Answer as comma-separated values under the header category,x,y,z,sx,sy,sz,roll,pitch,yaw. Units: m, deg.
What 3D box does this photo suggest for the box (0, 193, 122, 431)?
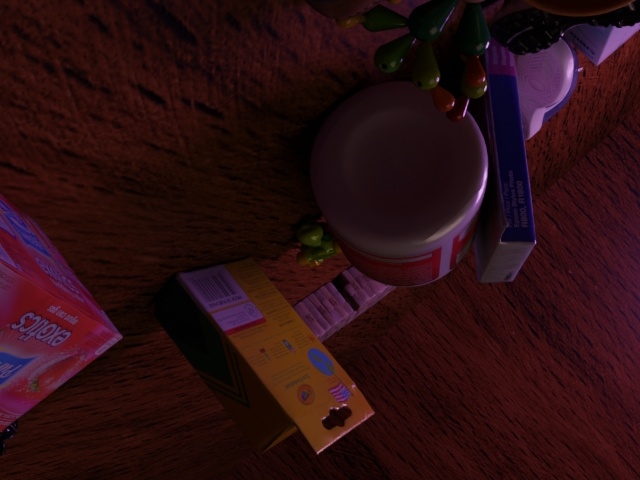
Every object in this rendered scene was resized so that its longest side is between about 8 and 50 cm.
category,x,y,z,sx,sy,sz,roll,pitch,yaw
box,-0.287,0.037,0.640,0.142,0.154,0.300,-38,167,-8

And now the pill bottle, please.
category,x,y,z,sx,sy,sz,roll,pitch,yaw
pill bottle,0.122,-0.056,1.238,0.229,0.229,0.407,-40,166,-3

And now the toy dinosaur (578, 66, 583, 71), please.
category,x,y,z,sx,sy,sz,roll,pitch,yaw
toy dinosaur,0.444,-0.273,1.758,0.268,0.064,0.118,-47,171,17

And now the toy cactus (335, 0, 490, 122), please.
category,x,y,z,sx,sy,sz,roll,pitch,yaw
toy cactus,0.126,-0.238,0.852,0.180,0.219,0.112,-43,-155,12

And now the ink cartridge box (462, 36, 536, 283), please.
category,x,y,z,sx,sy,sz,roll,pitch,yaw
ink cartridge box,0.271,-0.126,1.278,0.071,0.324,0.330,-3,165,2

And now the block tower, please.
category,x,y,z,sx,sy,sz,roll,pitch,yaw
block tower,0.052,0.134,1.900,0.335,0.091,0.097,-33,165,-25

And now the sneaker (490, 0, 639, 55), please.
category,x,y,z,sx,sy,sz,roll,pitch,yaw
sneaker,0.345,-0.332,1.088,0.271,0.100,0.108,-5,-123,47

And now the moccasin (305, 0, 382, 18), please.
category,x,y,z,sx,sy,sz,roll,pitch,yaw
moccasin,0.124,-0.327,0.667,0.380,0.139,0.147,-51,156,4

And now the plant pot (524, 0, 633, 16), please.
category,x,y,z,sx,sy,sz,roll,pitch,yaw
plant pot,0.289,-0.360,0.873,0.205,0.205,0.188,-53,176,40

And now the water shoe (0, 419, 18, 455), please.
category,x,y,z,sx,sy,sz,roll,pitch,yaw
water shoe,-0.384,0.196,1.001,0.073,0.080,0.203,-27,160,-44

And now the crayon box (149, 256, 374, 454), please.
category,x,y,z,sx,sy,sz,roll,pitch,yaw
crayon box,-0.081,0.177,1.233,0.081,0.318,0.202,-47,164,24

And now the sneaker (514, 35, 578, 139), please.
category,x,y,z,sx,sy,sz,roll,pitch,yaw
sneaker,0.383,-0.297,1.424,0.148,0.131,0.350,-46,172,-5

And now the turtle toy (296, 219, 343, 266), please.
category,x,y,z,sx,sy,sz,roll,pitch,yaw
turtle toy,0.000,0.000,1.417,0.095,0.066,0.130,-19,169,17

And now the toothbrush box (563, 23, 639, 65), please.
category,x,y,z,sx,sy,sz,roll,pitch,yaw
toothbrush box,0.471,-0.422,1.241,0.216,0.126,0.295,-41,165,0
